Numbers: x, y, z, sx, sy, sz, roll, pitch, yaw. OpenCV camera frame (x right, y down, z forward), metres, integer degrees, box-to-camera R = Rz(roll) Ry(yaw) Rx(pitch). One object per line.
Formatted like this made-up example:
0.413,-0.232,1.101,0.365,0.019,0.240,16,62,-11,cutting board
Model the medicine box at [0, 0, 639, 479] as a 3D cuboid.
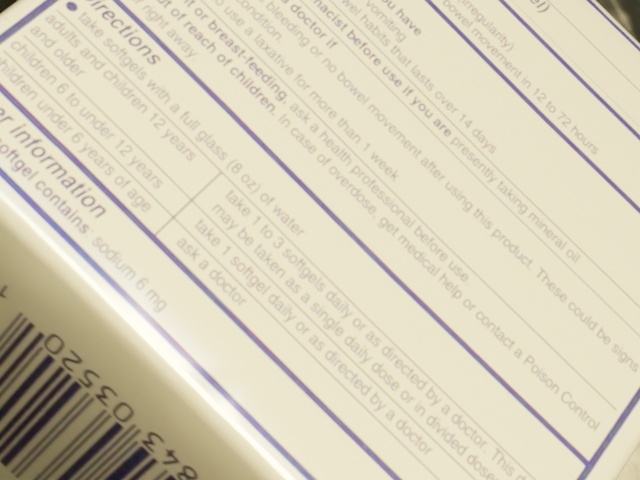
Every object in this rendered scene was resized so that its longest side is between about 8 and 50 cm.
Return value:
0.000,0.000,0.699,0.263,0.149,0.289,45,49,-1,medicine box
